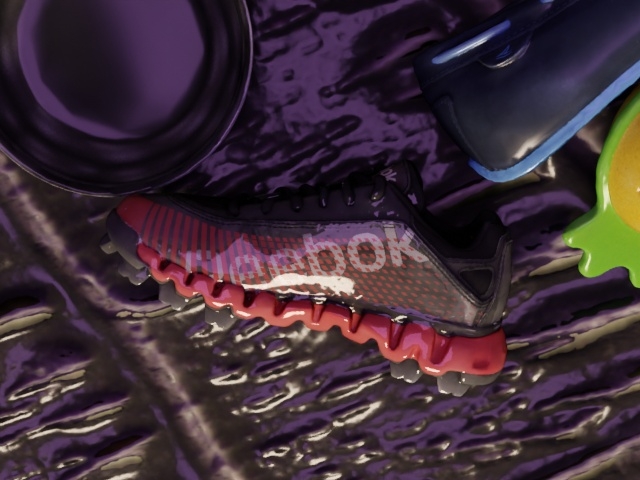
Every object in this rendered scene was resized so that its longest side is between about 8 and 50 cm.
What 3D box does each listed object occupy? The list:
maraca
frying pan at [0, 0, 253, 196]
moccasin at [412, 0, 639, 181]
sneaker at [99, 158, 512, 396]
[{"bbox_3d":[0.228,-0.043,0.703,0.127,0.099,0.185,13,126,-17],"label":"maraca"},{"bbox_3d":[-0.185,-0.173,0.731,0.197,0.053,0.326,-43,94,13],"label":"frying pan"},{"bbox_3d":[0.194,-0.179,0.655,0.342,0.138,0.117,-43,87,12],"label":"moccasin"},{"bbox_3d":[0.000,0.000,0.730,0.276,0.097,0.135,16,104,-1],"label":"sneaker"}]
